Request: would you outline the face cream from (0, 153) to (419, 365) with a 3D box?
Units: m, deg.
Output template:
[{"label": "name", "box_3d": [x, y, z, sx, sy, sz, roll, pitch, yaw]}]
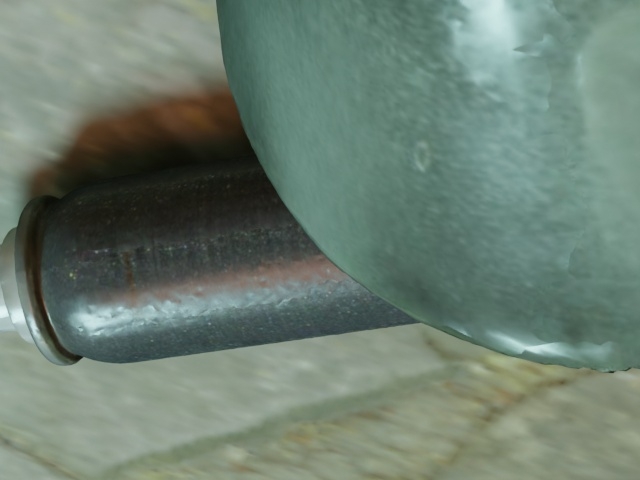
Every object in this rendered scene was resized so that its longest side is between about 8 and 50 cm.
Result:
[{"label": "face cream", "box_3d": [0.000, 0.000, 0.720, 0.283, 0.073, 0.073, -9, 126, 14]}]

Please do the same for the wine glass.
[{"label": "wine glass", "box_3d": [0.025, -0.129, 0.378, 0.267, 0.267, 0.406, -15, 163, 18]}]
